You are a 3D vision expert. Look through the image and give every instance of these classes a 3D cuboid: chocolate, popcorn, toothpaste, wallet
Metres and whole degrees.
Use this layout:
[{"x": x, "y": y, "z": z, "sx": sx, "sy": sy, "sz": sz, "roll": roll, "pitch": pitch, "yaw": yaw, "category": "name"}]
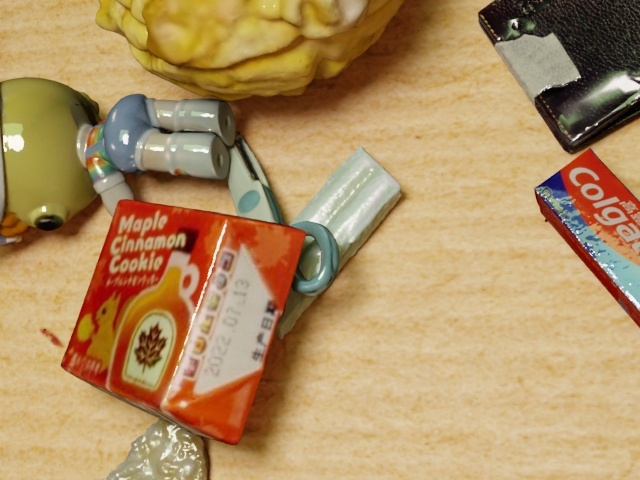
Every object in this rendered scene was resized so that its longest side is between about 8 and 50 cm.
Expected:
[{"x": -0.155, "y": 0.072, "z": 1.068, "sx": 0.237, "sy": 0.108, "sz": 0.235, "roll": 11, "pitch": 79, "yaw": 48, "category": "chocolate"}, {"x": -0.058, "y": -0.325, "z": 1.121, "sx": 0.390, "sy": 0.354, "sz": 0.344, "roll": -40, "pitch": 59, "yaw": 48, "category": "popcorn"}, {"x": 0.338, "y": 0.051, "z": 0.986, "sx": 0.076, "sy": 0.066, "sz": 0.320, "roll": -37, "pitch": 64, "yaw": 2, "category": "toothpaste"}, {"x": 0.330, "y": -0.247, "z": 1.103, "sx": 0.262, "sy": 0.071, "sz": 0.221, "roll": -32, "pitch": 64, "yaw": 11, "category": "wallet"}]

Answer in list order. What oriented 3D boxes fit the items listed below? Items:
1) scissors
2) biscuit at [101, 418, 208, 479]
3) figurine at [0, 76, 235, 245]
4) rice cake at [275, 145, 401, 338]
[{"x": -0.068, "y": -0.030, "z": 1.132, "sx": 0.138, "sy": 0.041, "sz": 0.289, "roll": -40, "pitch": 49, "yaw": 19, "category": "scissors"}, {"x": -0.210, "y": 0.321, "z": 1.080, "sx": 0.290, "sy": 0.038, "sz": 0.141, "roll": -45, "pitch": 67, "yaw": -6, "category": "biscuit"}, {"x": -0.295, "y": -0.133, "z": 1.196, "sx": 0.381, "sy": 0.205, "sz": 0.225, "roll": -15, "pitch": 60, "yaw": 10, "category": "figurine"}, {"x": 0.000, "y": 0.000, "z": 1.131, "sx": 0.085, "sy": 0.040, "sz": 0.226, "roll": 39, "pitch": 86, "yaw": 29, "category": "rice cake"}]
